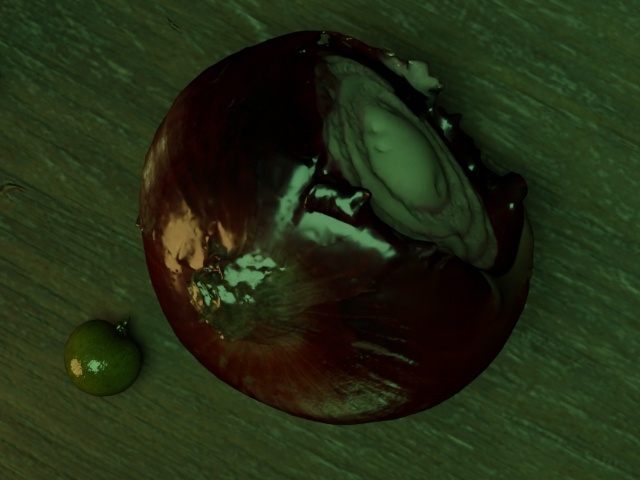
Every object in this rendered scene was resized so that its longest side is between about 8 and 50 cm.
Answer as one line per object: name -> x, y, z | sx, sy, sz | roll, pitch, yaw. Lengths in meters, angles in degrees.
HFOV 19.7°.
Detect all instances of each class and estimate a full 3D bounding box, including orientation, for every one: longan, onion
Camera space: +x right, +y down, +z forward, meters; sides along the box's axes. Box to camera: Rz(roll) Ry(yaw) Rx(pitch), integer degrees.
longan -> -0.201, 0.106, 1.730 | 0.075, 0.075, 0.083 | 36, 84, 4
onion -> 0.000, -0.006, 1.562 | 0.341, 0.341, 0.341 | 2, 99, 11
